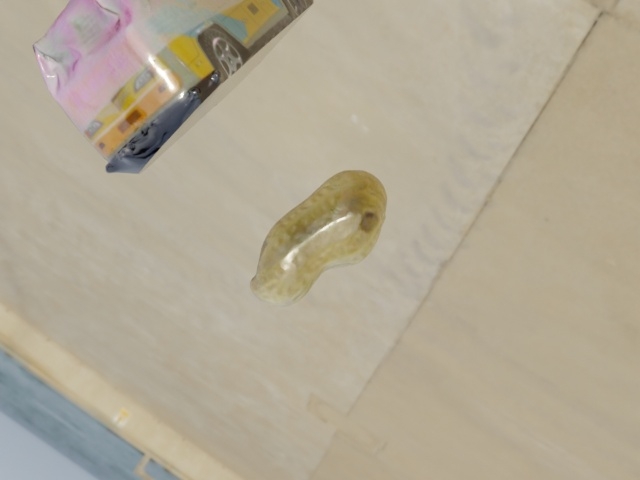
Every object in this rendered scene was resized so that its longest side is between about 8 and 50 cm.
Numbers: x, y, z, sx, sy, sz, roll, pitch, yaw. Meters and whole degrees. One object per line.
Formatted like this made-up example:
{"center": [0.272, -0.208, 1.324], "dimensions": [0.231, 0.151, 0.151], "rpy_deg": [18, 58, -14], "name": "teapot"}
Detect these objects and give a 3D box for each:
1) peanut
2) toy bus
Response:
{"center": [0.000, 0.000, 1.335], "dimensions": [0.120, 0.236, 0.110], "rpy_deg": [49, 172, -39], "name": "peanut"}
{"center": [-0.153, -0.219, 1.014], "dimensions": [0.162, 0.386, 0.171], "rpy_deg": [44, 120, -9], "name": "toy bus"}
